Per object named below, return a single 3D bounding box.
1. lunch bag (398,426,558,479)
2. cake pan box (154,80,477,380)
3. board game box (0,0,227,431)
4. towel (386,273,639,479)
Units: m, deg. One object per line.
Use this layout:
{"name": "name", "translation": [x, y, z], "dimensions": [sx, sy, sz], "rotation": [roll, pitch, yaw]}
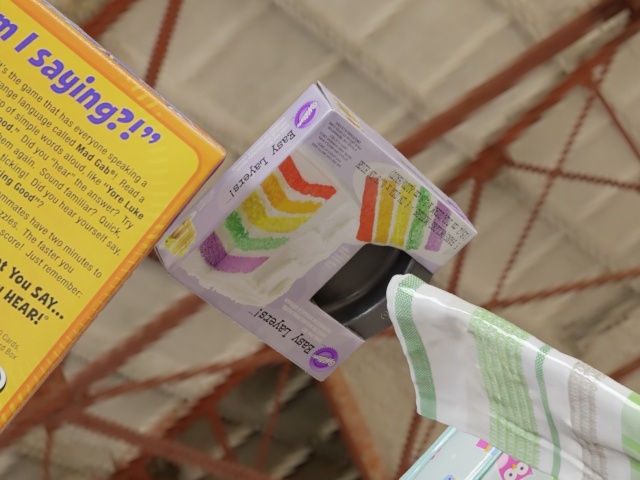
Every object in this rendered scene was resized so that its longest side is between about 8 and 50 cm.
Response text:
{"name": "lunch bag", "translation": [0.201, 0.278, 1.568], "dimensions": [0.279, 0.108, 0.224], "rotation": [43, -96, -28]}
{"name": "cake pan box", "translation": [0.000, 0.000, 1.778], "dimensions": [0.246, 0.070, 0.267], "rotation": [-42, -52, 10]}
{"name": "board game box", "translation": [-0.327, -0.051, 1.457], "dimensions": [0.356, 0.356, 0.356], "rotation": [-51, 4, 1]}
{"name": "towel", "translation": [0.099, 0.079, 0.752], "dimensions": [0.023, 0.152, 0.113], "rotation": [-50, -32, -19]}
